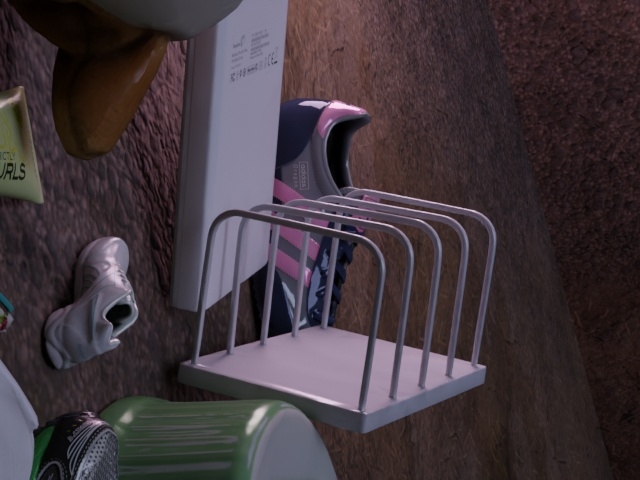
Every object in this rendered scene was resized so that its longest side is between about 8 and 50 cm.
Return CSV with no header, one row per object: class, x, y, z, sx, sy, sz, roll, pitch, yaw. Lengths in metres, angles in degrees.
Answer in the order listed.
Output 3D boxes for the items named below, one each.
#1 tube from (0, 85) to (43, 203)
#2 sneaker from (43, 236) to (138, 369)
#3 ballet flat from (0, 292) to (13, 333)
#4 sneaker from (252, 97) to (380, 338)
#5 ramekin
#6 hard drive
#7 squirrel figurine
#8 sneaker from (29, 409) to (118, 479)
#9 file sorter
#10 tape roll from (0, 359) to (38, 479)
tube,-0.250,-0.069,1.170,0.070,0.062,0.240,-59,170,9
sneaker,-0.173,0.049,1.344,0.152,0.061,0.054,-76,150,-53
ballet flat,-0.282,0.008,1.029,0.077,0.091,0.241,-56,140,-19
sneaker,0.000,0.000,1.775,0.112,0.131,0.319,15,69,-70
ramekin,-0.081,0.274,1.380,0.303,0.148,0.303,-8,90,-72
hard drive,-0.083,-0.107,1.572,0.203,0.040,0.307,-39,136,-69
squirrel figurine,-0.189,-0.331,1.168,0.370,0.281,0.397,42,25,-47
sneaker,-0.153,0.289,1.160,0.134,0.146,0.343,30,54,-68
file sorter,0.027,0.054,1.564,0.277,0.193,0.173,-11,111,-62
tape roll,-0.248,0.113,0.613,0.286,0.100,0.286,-33,143,-28
